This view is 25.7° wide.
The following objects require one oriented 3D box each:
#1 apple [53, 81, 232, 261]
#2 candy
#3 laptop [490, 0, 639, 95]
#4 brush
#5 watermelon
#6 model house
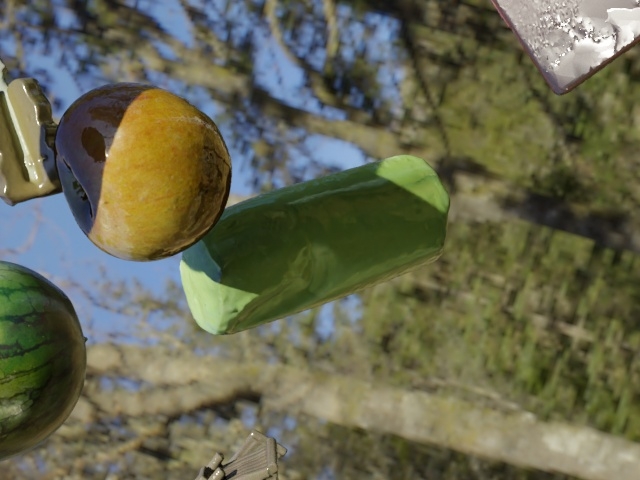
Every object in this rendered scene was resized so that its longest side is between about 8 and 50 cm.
[{"bbox_3d":[-0.172,-0.069,1.388,0.155,0.182,0.182,-24,-39,-24],"label":"apple"},{"bbox_3d":[0.000,0.000,1.634,0.343,0.132,0.142,-18,-20,-32],"label":"candy"},{"bbox_3d":[0.230,-0.259,1.318,0.154,0.207,0.026,-36,-12,23],"label":"laptop"},{"bbox_3d":[-0.350,-0.180,1.535,0.071,0.084,0.301,106,144,-68],"label":"brush"},{"bbox_3d":[-0.547,0.194,2.232,0.363,0.363,0.363,17,-90,-76],"label":"watermelon"},{"bbox_3d":[-0.126,0.355,2.027,0.188,0.122,0.229,-46,7,6],"label":"model house"}]
